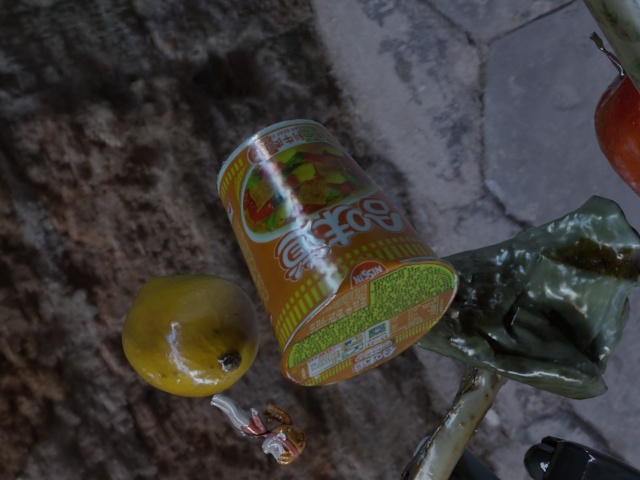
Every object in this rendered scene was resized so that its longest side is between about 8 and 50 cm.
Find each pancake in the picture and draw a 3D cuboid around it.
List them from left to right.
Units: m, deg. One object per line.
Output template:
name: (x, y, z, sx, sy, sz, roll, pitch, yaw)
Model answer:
pancake: (0.205, 0.279, 1.489, 0.071, 0.382, 0.382, 32, 130, 10)

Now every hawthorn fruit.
hawthorn fruit: (0.446, -0.171, 1.263, 0.271, 0.242, 0.242, 38, 134, -4)

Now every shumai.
shumai: (0.197, 0.043, 1.041, 0.271, 0.222, 0.204, 14, 84, 10)

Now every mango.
mango: (-0.177, 0.114, 1.307, 0.317, 0.176, 0.119, 38, 150, 64)

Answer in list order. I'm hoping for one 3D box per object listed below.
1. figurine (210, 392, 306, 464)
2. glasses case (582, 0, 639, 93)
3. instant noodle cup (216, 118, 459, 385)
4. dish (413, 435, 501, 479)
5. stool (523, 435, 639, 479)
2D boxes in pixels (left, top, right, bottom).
figurine: (-0.065, 0.190, 1.030, 0.109, 0.047, 0.064, 32, 154, 3)
glasses case: (0.255, -0.205, 0.682, 0.156, 0.098, 0.425, -32, 97, 15)
instant noodle cup: (0.000, 0.000, 0.827, 0.185, 0.168, 0.168, 58, 139, 29)
dish: (0.248, 0.445, 1.714, 0.234, 0.154, 0.064, 44, 121, 3)
stool: (0.404, 0.389, 1.511, 0.153, 0.139, 0.228, 28, 171, -10)
